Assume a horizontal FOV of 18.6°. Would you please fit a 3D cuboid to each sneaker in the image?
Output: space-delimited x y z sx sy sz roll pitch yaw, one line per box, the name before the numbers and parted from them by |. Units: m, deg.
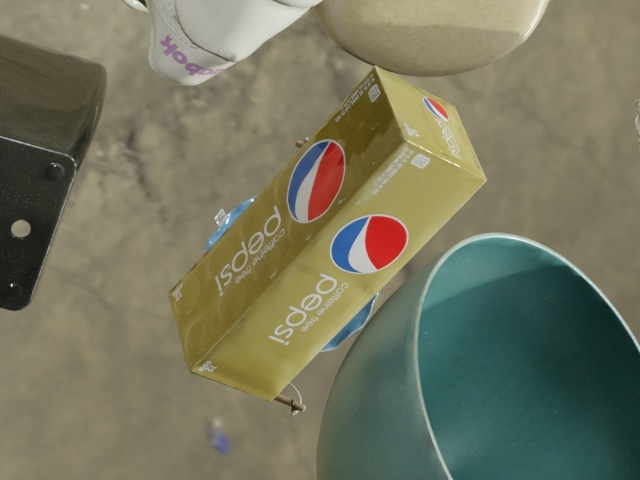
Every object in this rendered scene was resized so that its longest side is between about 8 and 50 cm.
sneaker | -0.074 -0.217 1.069 0.114 0.305 0.152 23 130 -34

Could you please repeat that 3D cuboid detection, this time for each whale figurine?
whale figurine | 0.102 -0.235 1.297 0.216 0.141 0.272 19 130 -33

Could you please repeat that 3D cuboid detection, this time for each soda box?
soda box | 0.000 0.000 1.009 0.058 0.061 0.181 23 123 -35

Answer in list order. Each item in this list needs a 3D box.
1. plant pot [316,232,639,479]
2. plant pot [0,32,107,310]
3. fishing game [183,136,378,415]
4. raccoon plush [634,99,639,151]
plant pot | 0.110 0.165 1.512 0.290 0.195 0.290 25 50 -35
plant pot | -0.265 -0.047 1.455 0.188 0.167 0.187 16 108 -19
fishing game | -0.032 0.026 1.956 0.264 0.189 0.041 -59 164 -14
raccoon plush | 0.298 0.140 1.272 0.299 0.446 0.216 -43 163 -26
